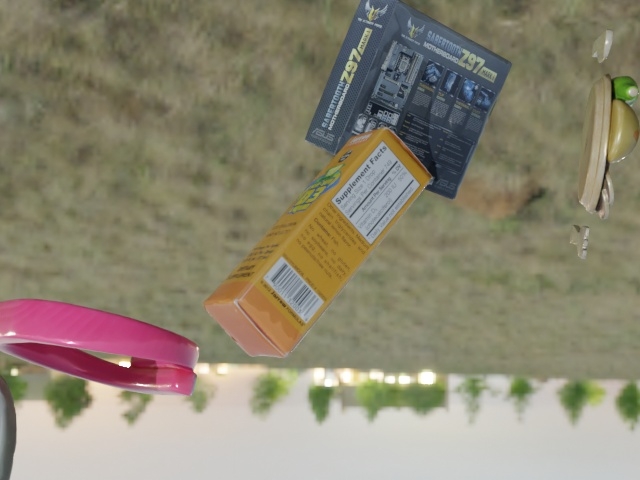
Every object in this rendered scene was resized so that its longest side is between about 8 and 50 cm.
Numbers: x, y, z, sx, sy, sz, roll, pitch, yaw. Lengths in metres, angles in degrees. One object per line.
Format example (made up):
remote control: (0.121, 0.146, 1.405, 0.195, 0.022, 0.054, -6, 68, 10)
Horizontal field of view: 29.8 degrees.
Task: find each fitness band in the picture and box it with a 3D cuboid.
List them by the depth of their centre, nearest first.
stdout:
fitness band: (-0.250, 0.114, 1.306, 0.209, 0.054, 0.291, 23, 163, -26)

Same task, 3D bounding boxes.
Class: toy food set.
toy food set: (0.252, -0.083, 1.053, 0.038, 0.192, 0.132, 6, -173, 7)

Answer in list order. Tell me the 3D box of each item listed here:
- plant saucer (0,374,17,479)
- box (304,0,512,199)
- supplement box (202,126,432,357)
plant saucer: (-0.475, 0.270, 1.185, 0.400, 0.401, 0.100, -5, 142, 42)
box: (0.106, -0.163, 1.392, 0.232, 0.183, 0.059, 15, -170, -47)
supplement box: (0.000, 0.000, 1.116, 0.080, 0.233, 0.078, 49, 155, -16)
